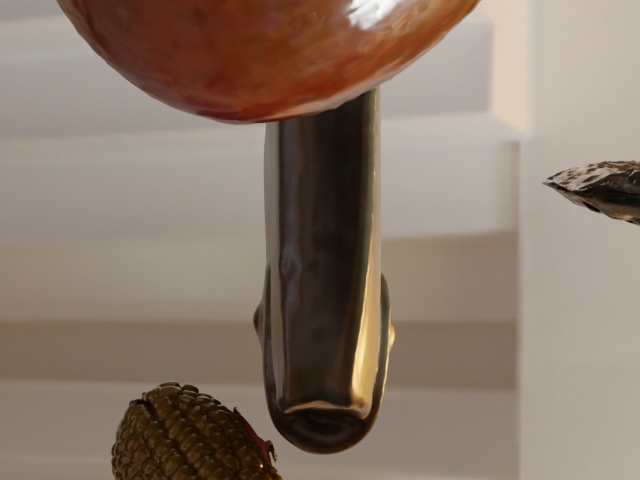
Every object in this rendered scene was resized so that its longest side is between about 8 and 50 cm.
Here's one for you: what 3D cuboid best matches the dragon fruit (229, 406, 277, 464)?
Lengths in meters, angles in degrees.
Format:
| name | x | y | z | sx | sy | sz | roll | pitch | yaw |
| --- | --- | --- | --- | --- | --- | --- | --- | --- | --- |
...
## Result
| name | x | y | z | sx | sy | sz | roll | pitch | yaw |
| --- | --- | --- | --- | --- | --- | --- | --- | --- | --- |
| dragon fruit | -0.071 | 0.143 | 0.903 | 0.060 | 0.083 | 0.056 | 6 | 146 | 46 |

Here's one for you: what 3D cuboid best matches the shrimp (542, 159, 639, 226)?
| name | x | y | z | sx | sy | sz | roll | pitch | yaw |
| --- | --- | --- | --- | --- | --- | --- | --- | --- | --- |
| shrimp | 0.343 | -0.018 | 1.095 | 0.272 | 0.085 | 0.445 | 5 | -173 | -34 |

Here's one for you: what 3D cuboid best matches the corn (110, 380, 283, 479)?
| name | x | y | z | sx | sy | sz | roll | pitch | yaw |
| --- | --- | --- | --- | --- | --- | --- | --- | --- | --- |
| corn | -0.041 | 0.158 | 0.777 | 0.080 | 0.080 | 0.238 | 7 | -151 | -40 |

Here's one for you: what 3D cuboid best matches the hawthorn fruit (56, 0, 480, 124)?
| name | x | y | z | sx | sy | sz | roll | pitch | yaw |
| --- | --- | --- | --- | --- | --- | --- | --- | --- | --- |
| hawthorn fruit | -0.012 | -0.120 | 0.428 | 0.173 | 0.173 | 0.173 | 2 | 174 | 0 |

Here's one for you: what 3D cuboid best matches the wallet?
| name | x | y | z | sx | sy | sz | roll | pitch | yaw |
| --- | --- | --- | --- | --- | --- | --- | --- | --- | --- |
| wallet | 0.000 | 0.000 | 0.898 | 0.083 | 0.252 | 0.360 | -2 | 172 | -2 |
